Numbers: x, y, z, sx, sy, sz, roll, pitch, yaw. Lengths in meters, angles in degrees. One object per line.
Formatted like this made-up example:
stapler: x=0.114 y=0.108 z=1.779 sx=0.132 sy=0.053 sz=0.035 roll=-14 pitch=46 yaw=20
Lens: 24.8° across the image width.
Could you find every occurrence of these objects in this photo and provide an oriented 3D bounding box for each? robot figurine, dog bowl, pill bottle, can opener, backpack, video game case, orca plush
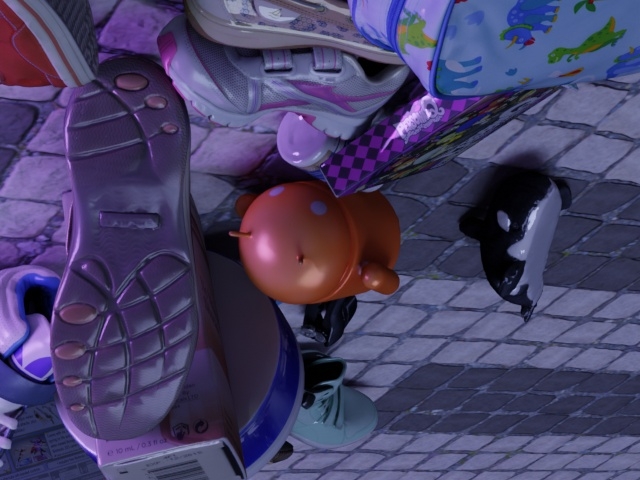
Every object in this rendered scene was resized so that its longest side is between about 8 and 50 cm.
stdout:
robot figurine: x=0.002 y=0.000 z=1.499 sx=0.128 sy=0.158 sz=0.219 roll=-30 pitch=169 yaw=29
dog bowl: x=-0.156 y=0.144 z=1.596 sx=0.265 sy=0.265 sz=0.104 roll=-15 pitch=151 yaw=5
pill bottle: x=0.017 y=-0.088 z=1.438 sx=0.067 sy=0.067 sz=0.120 roll=-27 pitch=149 yaw=27
can opener: x=0.010 y=0.069 z=1.770 sx=0.059 sy=0.073 sz=0.186 roll=25 pitch=151 yaw=11
backpack: x=0.180 y=-0.241 z=1.047 sx=0.355 sy=0.273 sz=0.290 roll=4 pitch=154 yaw=-9
video game case: x=-0.365 y=0.260 z=1.677 sx=0.061 sy=0.244 sz=0.269 roll=-29 pitch=168 yaw=41
video game case: x=0.141 y=-0.125 z=1.363 sx=0.232 sy=0.042 sz=0.210 roll=-33 pitch=171 yaw=34
orca plush: x=0.218 y=-0.010 z=1.698 sx=0.151 sy=0.102 sz=0.287 roll=-60 pitch=161 yaw=-5

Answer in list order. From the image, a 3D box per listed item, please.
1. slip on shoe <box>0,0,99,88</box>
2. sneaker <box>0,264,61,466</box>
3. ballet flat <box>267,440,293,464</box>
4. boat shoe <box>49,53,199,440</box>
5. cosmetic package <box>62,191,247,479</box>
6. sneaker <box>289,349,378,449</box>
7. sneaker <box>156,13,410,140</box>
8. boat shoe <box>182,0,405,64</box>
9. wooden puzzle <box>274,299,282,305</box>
slip on shoe: x=-0.249 y=-0.203 z=1.056 sx=0.101 sy=0.123 sz=0.331 roll=-10 pitch=158 yaw=4
sneaker: x=-0.352 y=0.172 z=1.511 sx=0.130 sy=0.323 sz=0.236 roll=30 pitch=140 yaw=-30
ballet flat: x=-0.088 y=0.290 z=2.028 sx=0.084 sy=0.058 sz=0.250 roll=25 pitch=176 yaw=-4
boat shoe: x=-0.165 y=0.005 z=1.302 sx=0.132 sy=0.130 sz=0.355 roll=7 pitch=109 yaw=-2
cosmetic package: x=-0.167 y=0.098 z=1.468 sx=0.129 sy=0.296 sz=0.153 roll=-13 pitch=155 yaw=1
sneaker: x=0.014 y=0.217 z=1.990 sx=0.256 sy=0.094 sz=0.151 roll=15 pitch=149 yaw=-38
sneaker: x=-0.025 y=-0.162 z=1.255 sx=0.252 sy=0.103 sz=0.111 roll=1 pitch=150 yaw=-42
boat shoe: x=0.035 y=-0.207 z=1.175 sx=0.285 sy=0.105 sz=0.089 roll=-4 pitch=155 yaw=-14
wooden puzzle: x=-0.056 y=0.053 z=1.739 sx=0.078 sy=0.014 sz=0.116 roll=-23 pitch=152 yaw=21
